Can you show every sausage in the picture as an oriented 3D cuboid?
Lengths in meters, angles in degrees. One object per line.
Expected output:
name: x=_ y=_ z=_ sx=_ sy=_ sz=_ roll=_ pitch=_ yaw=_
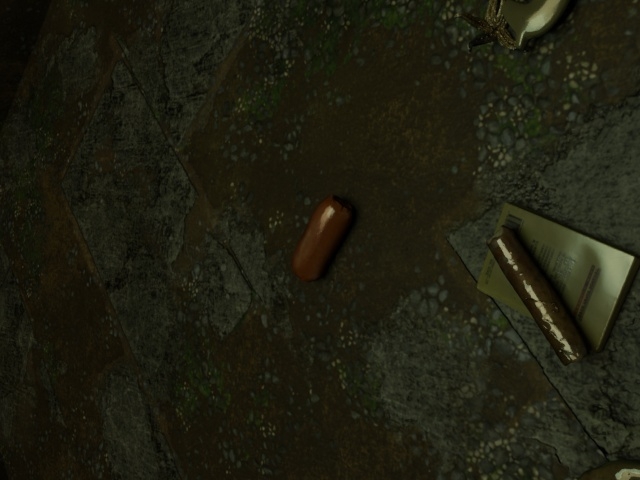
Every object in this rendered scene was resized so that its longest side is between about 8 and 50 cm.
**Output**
sausage: x=0.000 y=0.000 z=1.490 sx=0.076 sy=0.076 sz=0.198 roll=47 pitch=123 yaw=35

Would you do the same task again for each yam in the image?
yam: x=0.328 y=0.081 z=1.130 sx=0.057 sy=0.056 sz=0.241 roll=-45 pitch=60 yaw=36

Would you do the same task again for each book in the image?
book: x=0.362 y=0.051 z=1.152 sx=0.230 sy=0.026 sz=0.161 roll=31 pitch=112 yaw=42

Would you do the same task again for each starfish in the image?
starfish: x=0.290 y=-0.342 z=1.216 sx=0.133 sy=0.041 sz=0.130 roll=-41 pitch=76 yaw=-8

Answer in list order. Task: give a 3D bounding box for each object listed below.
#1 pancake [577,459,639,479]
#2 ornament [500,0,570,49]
pancake: x=0.446 y=0.431 z=1.043 sx=0.241 sy=0.050 sz=0.242 roll=5 pitch=96 yaw=46
ornament: x=0.378 y=-0.422 z=1.116 sx=0.230 sy=0.061 sz=0.245 roll=3 pitch=88 yaw=46
